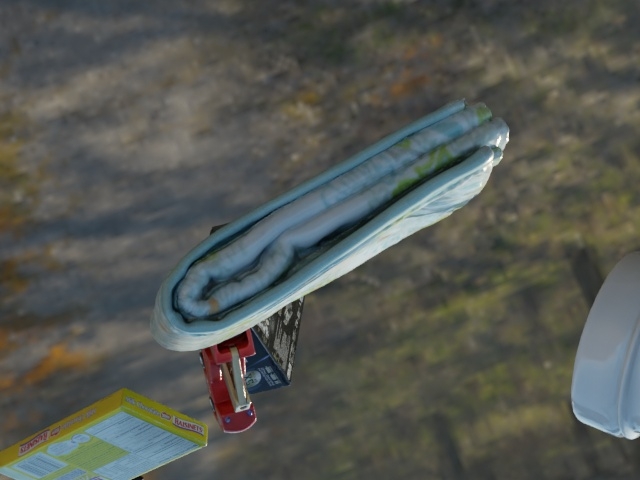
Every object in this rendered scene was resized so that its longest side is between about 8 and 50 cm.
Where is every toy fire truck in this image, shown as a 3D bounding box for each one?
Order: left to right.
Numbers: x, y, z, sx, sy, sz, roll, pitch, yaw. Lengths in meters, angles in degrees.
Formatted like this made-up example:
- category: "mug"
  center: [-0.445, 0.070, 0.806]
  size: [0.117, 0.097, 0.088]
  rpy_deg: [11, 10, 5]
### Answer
- category: "toy fire truck"
  center: [-0.105, 0.155, 1.939]
  size: [0.047, 0.192, 0.135]
  rpy_deg: [-16, -152, -12]

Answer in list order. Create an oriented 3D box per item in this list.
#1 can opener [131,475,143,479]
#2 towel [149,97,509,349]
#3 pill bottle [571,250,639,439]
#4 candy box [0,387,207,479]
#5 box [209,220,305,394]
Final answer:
- category: "can opener"
  center: [-0.283, 0.294, 2.082]
  size: [0.186, 0.059, 0.073]
  rpy_deg: [-21, -156, 54]
- category: "towel"
  center: [0.000, 0.000, 1.680]
  size: [0.374, 0.090, 0.320]
  rpy_deg: [-29, 174, -10]
- category: "pill bottle"
  center: [0.364, 0.121, 1.214]
  size: [0.334, 0.187, 0.188]
  rpy_deg: [19, -171, 28]
- category: "candy box"
  center: [-0.214, 0.201, 1.606]
  size: [0.105, 0.027, 0.206]
  rpy_deg: [28, 139, -36]
- category: "box"
  center: [-0.091, 0.084, 2.152]
  size: [0.078, 0.180, 0.147]
  rpy_deg: [-14, 131, 21]
